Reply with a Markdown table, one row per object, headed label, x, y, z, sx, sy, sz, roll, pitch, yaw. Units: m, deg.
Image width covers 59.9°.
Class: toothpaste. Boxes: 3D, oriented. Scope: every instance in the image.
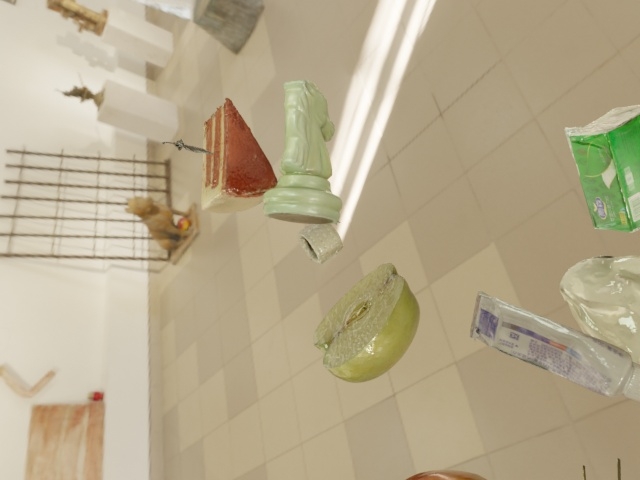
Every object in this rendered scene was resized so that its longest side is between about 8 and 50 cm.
| label | x | y | z | sx | sy | sz | roll | pitch | yaw |
| --- | --- | --- | --- | --- | --- | --- | --- | --- | --- |
| toothpaste | 0.356 | 0.164 | 0.809 | 0.282 | 0.068 | 0.099 | 23 | 111 | 28 |

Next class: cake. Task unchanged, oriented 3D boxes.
| label | x | y | z | sx | sy | sz | roll | pitch | yaw |
| --- | --- | --- | --- | --- | --- | --- | --- | --- | --- |
| cake | -0.247 | -0.191 | 1.366 | 0.158 | 0.159 | 0.262 | -30 | 91 | 46 |

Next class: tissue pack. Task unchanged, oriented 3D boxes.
| label | x | y | z | sx | sy | sz | roll | pitch | yaw |
| --- | --- | --- | --- | --- | --- | --- | --- | --- | --- |
| tissue pack | 0.584 | -0.145 | 1.110 | 0.209 | 0.148 | 0.156 | 66 | 165 | -15 |

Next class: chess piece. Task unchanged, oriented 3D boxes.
| label | x | y | z | sx | sy | sz | roll | pitch | yaw |
| --- | --- | --- | --- | --- | --- | --- | --- | --- | --- |
| chess piece | -0.029 | -0.188 | 1.194 | 0.175 | 0.175 | 0.298 | -1 | 83 | 54 |

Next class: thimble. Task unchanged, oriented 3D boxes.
| label | x | y | z | sx | sy | sz | roll | pitch | yaw |
| --- | --- | --- | --- | --- | --- | --- | --- | --- | --- |
| thimble | 0.000 | 0.000 | 1.543 | 0.115 | 0.090 | 0.102 | 48 | 161 | 29 |

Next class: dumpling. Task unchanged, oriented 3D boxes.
| label | x | y | z | sx | sy | sz | roll | pitch | yaw |
| --- | --- | --- | --- | --- | --- | --- | --- | --- | --- |
| dumpling | 0.747 | 0.173 | 1.285 | 0.260 | 0.181 | 0.341 | -40 | 51 | 6 |

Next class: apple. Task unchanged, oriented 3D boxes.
| label | x | y | z | sx | sy | sz | roll | pitch | yaw |
| --- | --- | --- | --- | --- | --- | --- | --- | --- | --- |
| apple | 0.141 | 0.244 | 1.696 | 0.360 | 0.311 | 0.320 | -45 | 61 | 1 |

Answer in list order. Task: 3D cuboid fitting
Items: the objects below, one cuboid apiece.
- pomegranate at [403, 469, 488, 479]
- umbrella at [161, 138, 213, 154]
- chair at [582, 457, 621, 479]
| label | x | y | z | sx | sy | sz | roll | pitch | yaw |
| --- | --- | --- | --- | --- | --- | --- | --- | --- | --- |
| pomegranate | 0.121 | 0.384 | 0.572 | 0.270 | 0.252 | 0.229 | -38 | 51 | -19 |
| umbrella | -0.243 | -0.173 | 1.029 | 0.148 | 0.022 | 0.022 | 17 | 114 | 34 |
| chair | 0.851 | 0.821 | 1.597 | 0.160 | 0.170 | 0.326 | -39 | 18 | 48 |
